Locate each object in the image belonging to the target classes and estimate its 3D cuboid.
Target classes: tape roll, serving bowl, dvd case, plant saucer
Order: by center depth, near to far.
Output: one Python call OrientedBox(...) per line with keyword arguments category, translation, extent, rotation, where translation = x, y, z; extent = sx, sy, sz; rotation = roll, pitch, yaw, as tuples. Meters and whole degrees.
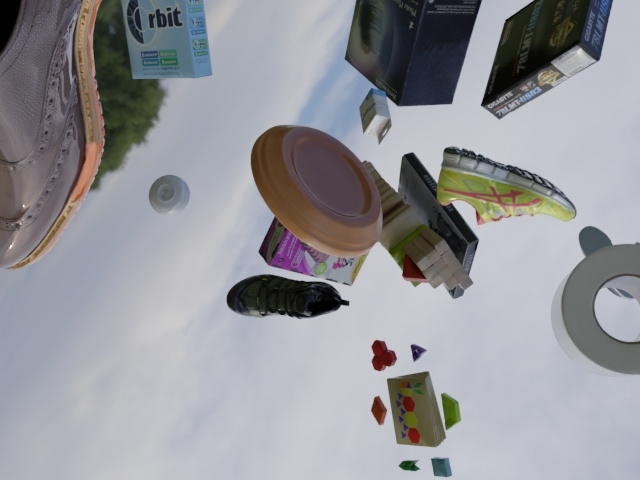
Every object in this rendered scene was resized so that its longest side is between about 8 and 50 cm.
OrientedBox(category="plant saucer", translation=(0.005, -0.070, 0.995), extent=(0.037, 0.200, 0.200), rotation=(-43, -151, 36))
OrientedBox(category="dvd case", translation=(0.216, -0.029, 1.529), extent=(0.179, 0.029, 0.239), rotation=(91, -26, -53))
OrientedBox(category="tape roll", translation=(0.577, 0.139, 1.532), extent=(0.246, 0.246, 0.169), rotation=(-63, 167, -7))
OrientedBox(category="serving bowl", translation=(-0.298, -0.091, 1.556), extent=(0.083, 0.083, 0.027), rotation=(-63, 168, -6))

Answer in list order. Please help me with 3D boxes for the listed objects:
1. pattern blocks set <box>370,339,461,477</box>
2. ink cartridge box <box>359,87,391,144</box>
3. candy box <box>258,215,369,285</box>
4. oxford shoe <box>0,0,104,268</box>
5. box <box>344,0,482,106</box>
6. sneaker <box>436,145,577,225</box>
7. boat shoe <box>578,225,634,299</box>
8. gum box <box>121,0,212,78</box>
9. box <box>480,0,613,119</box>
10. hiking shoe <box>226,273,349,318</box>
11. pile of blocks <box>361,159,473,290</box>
OrientedBox(category="pattern blocks set", translation=(0.231, 0.414, 1.962), extent=(0.285, 0.026, 0.325), rotation=(1, -84, 49))
OrientedBox(category="ink cartridge box", translation=(0.089, -0.202, 1.300), extent=(0.048, 0.028, 0.083), rotation=(123, -30, -43))
OrientedBox(category="candy box", translation=(0.000, 0.000, 1.777), extent=(0.159, 0.233, 0.071), rotation=(-64, -145, 16))
OrientedBox(category="oxford shoe", translation=(-0.222, -0.111, 0.524), extent=(0.133, 0.129, 0.364), rotation=(-53, 167, -54))
OrientedBox(category="box", translation=(0.221, -0.529, 1.989), extent=(0.296, 0.182, 0.294), rotation=(52, -39, 45))
OrientedBox(category="sneaker", translation=(0.259, -0.060, 1.135), extent=(0.081, 0.208, 0.094), rotation=(-70, 180, -74))
OrientedBox(category="boat shoe", translation=(0.618, 0.052, 1.734), extent=(0.065, 0.183, 0.083), rotation=(-35, 173, 1))
OrientedBox(category="gum box", translation=(-0.241, -0.344, 1.227), extent=(0.156, 0.041, 0.185), rotation=(9, -68, 41))
OrientedBox(category="box", translation=(0.506, -0.448, 1.772), extent=(0.293, 0.073, 0.296), rotation=(-26, -145, 52))
OrientedBox(category="hiking shoe", translation=(-0.062, 0.106, 1.510), extent=(0.114, 0.226, 0.086), rotation=(174, -86, -72))
OrientedBox(category="pile of blocks", translation=(0.132, -0.009, 1.475), extent=(0.112, 0.149, 0.362), rotation=(-37, -134, 1))
